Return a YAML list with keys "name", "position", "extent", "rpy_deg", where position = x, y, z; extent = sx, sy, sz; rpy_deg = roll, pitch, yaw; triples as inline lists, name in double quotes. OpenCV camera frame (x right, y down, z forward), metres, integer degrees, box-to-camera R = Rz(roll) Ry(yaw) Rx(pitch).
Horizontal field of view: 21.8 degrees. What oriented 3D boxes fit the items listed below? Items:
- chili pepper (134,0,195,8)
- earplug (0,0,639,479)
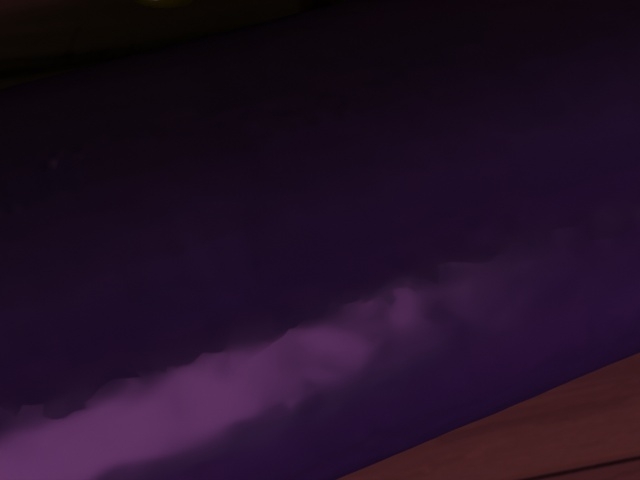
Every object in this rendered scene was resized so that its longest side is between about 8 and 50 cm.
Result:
- name: "chili pepper"
  position: [-0.048, -0.166, 0.568]
  extent: [0.072, 0.073, 0.204]
  rpy_deg: [-25, 157, -22]
- name: "earplug"
  position: [0.000, 0.000, 0.691]
  extent: [0.456, 0.215, 0.215]
  rpy_deg: [-19, 142, -5]
